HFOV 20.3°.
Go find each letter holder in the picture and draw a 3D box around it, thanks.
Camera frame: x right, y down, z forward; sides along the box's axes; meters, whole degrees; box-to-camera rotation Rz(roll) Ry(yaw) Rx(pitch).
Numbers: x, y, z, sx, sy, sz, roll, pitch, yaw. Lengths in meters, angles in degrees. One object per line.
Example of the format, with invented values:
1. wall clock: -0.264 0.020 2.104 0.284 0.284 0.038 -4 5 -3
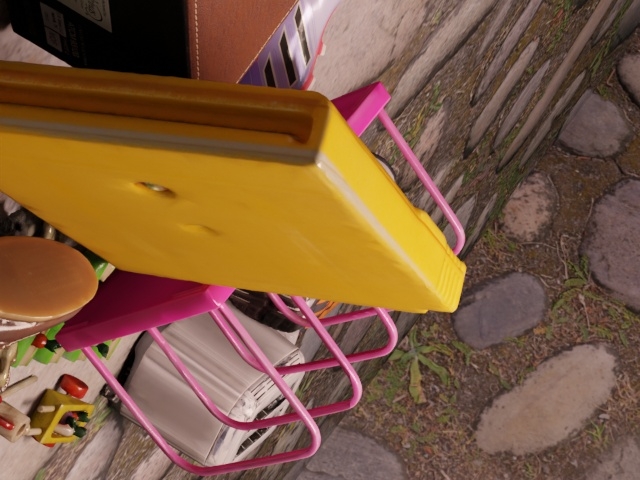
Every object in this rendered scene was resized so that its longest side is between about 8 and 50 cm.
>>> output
1. letter holder: -0.081 -0.243 1.071 0.214 0.152 0.302 -54 168 -22

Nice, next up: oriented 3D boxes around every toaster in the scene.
1. toaster: -0.117 0.152 1.919 0.129 0.146 0.227 -64 166 25

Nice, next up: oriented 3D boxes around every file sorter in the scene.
1. file sorter: -0.036 0.040 1.532 0.202 0.182 0.290 -17 -154 45

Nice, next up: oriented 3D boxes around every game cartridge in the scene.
1. game cartridge: -0.075 -0.030 1.185 0.324 0.285 0.052 42 58 -65

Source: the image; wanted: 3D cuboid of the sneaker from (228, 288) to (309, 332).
1. sneaker: -0.030 -0.030 1.854 0.162 0.106 0.281 -56 160 -27

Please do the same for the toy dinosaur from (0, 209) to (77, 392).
1. toy dinosaur: -0.206 -0.015 1.379 0.268 0.064 0.118 -59 172 -11

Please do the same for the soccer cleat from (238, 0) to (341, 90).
1. soccer cleat: -0.023 -0.212 1.580 0.095 0.083 0.248 28 102 -46

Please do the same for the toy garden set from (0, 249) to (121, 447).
1. toy garden set: -0.225 0.108 1.618 0.204 0.049 0.244 -58 168 6

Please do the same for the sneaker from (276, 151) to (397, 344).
1. sneaker: 0.000 0.000 2.107 0.321 0.124 0.180 -52 176 30

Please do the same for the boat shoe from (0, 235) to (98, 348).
1. boat shoe: -0.253 0.048 1.264 0.207 0.073 0.073 -9 150 -46
